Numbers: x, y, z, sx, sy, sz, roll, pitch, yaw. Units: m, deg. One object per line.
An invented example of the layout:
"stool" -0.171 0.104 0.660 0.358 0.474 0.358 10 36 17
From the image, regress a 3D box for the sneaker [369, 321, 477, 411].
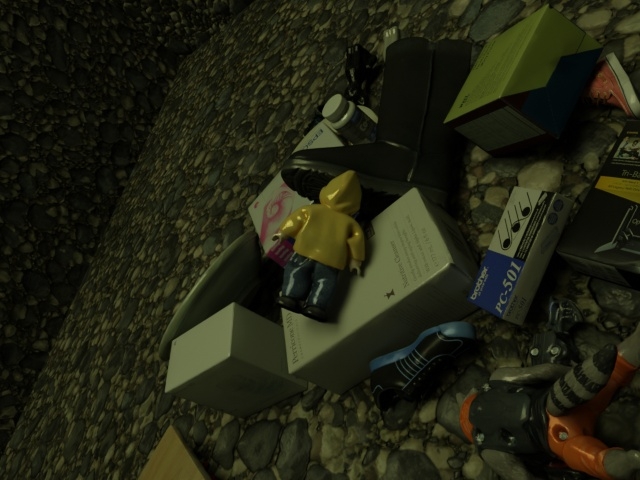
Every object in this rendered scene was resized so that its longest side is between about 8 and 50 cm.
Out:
"sneaker" 0.180 0.224 0.943 0.232 0.081 0.090 -39 40 35

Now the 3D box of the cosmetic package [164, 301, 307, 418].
"cosmetic package" -0.185 0.277 1.211 0.224 0.225 0.138 -33 40 31

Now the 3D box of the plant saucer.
"plant saucer" -0.254 0.163 1.406 0.400 0.100 0.400 -55 -4 -6

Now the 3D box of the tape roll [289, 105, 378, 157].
"tape roll" 0.029 -0.192 1.481 0.392 0.072 0.392 -32 40 32

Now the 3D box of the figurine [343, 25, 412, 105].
"figurine" 0.160 -0.477 1.540 0.215 0.092 0.209 -11 59 37

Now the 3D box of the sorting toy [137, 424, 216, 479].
"sorting toy" -0.339 0.610 1.244 0.255 0.089 0.257 21 80 56

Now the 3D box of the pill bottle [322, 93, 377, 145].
"pill bottle" 0.074 -0.289 1.318 0.078 0.137 0.078 -32 40 33

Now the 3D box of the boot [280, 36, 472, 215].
"boot" 0.141 -0.280 1.207 0.146 0.367 0.445 103 -179 -68

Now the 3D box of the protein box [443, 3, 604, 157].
"protein box" 0.374 -0.288 1.022 0.200 0.136 0.201 -61 13 -8

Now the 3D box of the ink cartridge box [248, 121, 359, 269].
"ink cartridge box" -0.032 -0.106 1.362 0.324 0.071 0.330 -47 34 12

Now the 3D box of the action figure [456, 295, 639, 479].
"action figure" 0.301 0.186 0.711 0.330 0.178 0.341 -43 26 52

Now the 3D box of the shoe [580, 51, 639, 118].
"shoe" 0.508 -0.257 0.955 0.081 0.063 0.178 -32 35 33

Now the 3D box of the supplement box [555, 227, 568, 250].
"supplement box" 0.369 -0.019 0.922 0.036 0.062 0.098 -58 33 -1

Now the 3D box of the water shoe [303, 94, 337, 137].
"water shoe" 0.008 -0.381 1.655 0.203 0.080 0.073 -25 44 37

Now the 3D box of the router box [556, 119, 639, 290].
"router box" 0.521 -0.036 0.730 0.309 0.081 0.243 24 82 56

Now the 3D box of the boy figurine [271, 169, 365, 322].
"boy figurine" 0.000 0.000 1.008 0.092 0.177 0.285 81 -155 -76

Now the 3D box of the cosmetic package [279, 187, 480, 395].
"cosmetic package" 0.108 0.108 1.055 0.385 0.156 0.217 -39 39 22

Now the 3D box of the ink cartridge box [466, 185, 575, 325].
"ink cartridge box" 0.315 0.021 0.861 0.207 0.046 0.097 -69 21 3
